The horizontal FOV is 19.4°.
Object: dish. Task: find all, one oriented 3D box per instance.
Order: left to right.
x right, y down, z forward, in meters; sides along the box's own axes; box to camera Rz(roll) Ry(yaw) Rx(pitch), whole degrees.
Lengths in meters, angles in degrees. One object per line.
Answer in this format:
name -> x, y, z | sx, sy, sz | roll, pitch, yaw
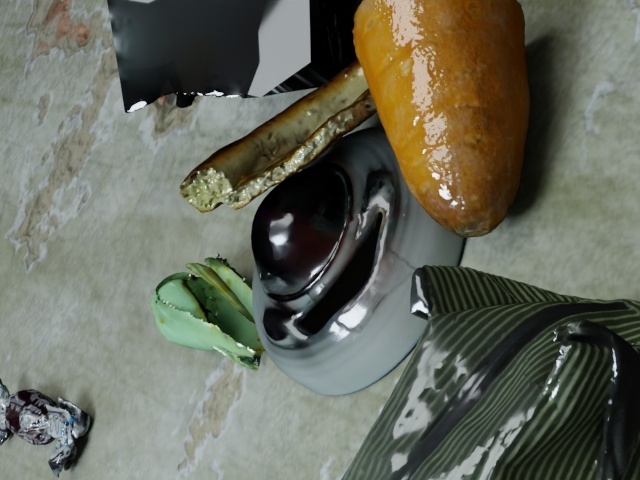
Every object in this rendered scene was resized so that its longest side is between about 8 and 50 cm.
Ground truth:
dish -> 0.000, 0.000, 1.777 | 0.273, 0.134, 0.273 | -33, 45, 40

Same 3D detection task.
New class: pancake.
pancake -> -0.030, -0.099, 1.798 | 0.212, 0.056, 0.257 | -31, 6, 25

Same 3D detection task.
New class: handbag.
handbag -> 0.140, 0.179, 1.350 | 0.247, 0.240, 0.341 | 29, 92, 52

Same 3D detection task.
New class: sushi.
sushi -> -0.086, -0.258, 1.986 | 0.227, 0.212, 0.215 | -8, 95, 18

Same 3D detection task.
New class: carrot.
carrot -> 0.115, -0.106, 1.678 | 0.159, 0.159, 0.225 | -30, 54, 42

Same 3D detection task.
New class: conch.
conch -> -0.104, 0.070, 1.940 | 0.170, 0.079, 0.106 | 21, 92, 43

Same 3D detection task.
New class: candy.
candy -> -0.337, 0.215, 2.192 | 0.226, 0.051, 0.094 | 19, 87, 58
